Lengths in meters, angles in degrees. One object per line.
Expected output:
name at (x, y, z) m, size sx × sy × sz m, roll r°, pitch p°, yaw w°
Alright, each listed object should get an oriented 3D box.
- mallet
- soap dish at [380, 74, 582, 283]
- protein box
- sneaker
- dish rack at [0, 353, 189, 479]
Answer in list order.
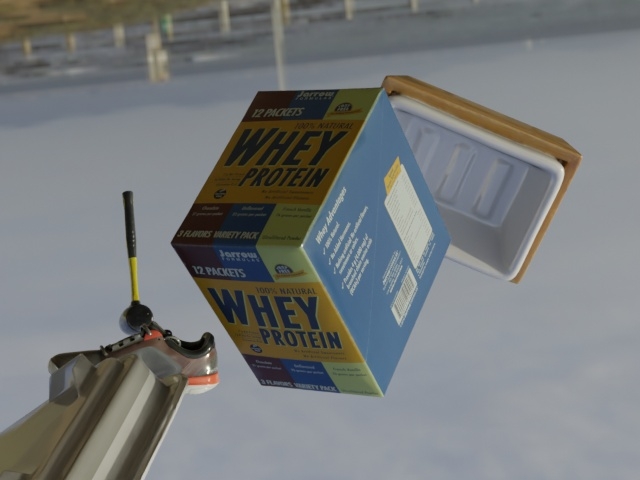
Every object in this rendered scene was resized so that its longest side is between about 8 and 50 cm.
mallet at (-0.246, 0.033, 1.837) m, size 0.039 × 0.190 × 0.062 m, roll -2°, pitch 163°, yaw -19°
soap dish at (0.192, -0.091, 1.990) m, size 0.291 × 0.229 × 0.118 m, roll 22°, pitch -148°, yaw 2°
protein box at (0.000, 0.000, 1.284) m, size 0.136 × 0.201 × 0.200 m, roll 1°, pitch -132°, yaw 31°
sneaker at (-0.169, 0.102, 1.293) m, size 0.158 × 0.065 × 0.061 m, roll 2°, pitch -165°, yaw -16°
dish rack at (-0.258, 0.208, 0.998) m, size 0.333 × 0.072 × 0.285 m, roll -35°, pitch -166°, yaw 21°
